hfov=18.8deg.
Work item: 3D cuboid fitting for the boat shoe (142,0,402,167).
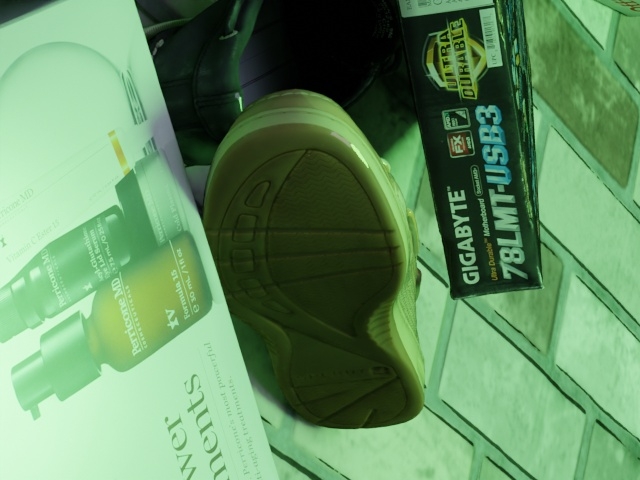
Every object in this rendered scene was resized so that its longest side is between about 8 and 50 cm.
[{"bbox_3d":[-0.004,-0.133,1.253,0.340,0.113,0.127,-26,107,-53],"label":"boat shoe"}]

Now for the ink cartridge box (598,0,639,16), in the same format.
[{"bbox_3d":[0.340,-0.275,1.606,0.211,0.289,0.121,14,78,-53],"label":"ink cartridge box"}]

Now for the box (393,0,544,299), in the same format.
[{"bbox_3d":[0.099,-0.163,1.299,0.295,0.073,0.293,-82,165,-55],"label":"box"}]

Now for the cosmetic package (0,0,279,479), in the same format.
[{"bbox_3d":[-0.165,0.079,1.021,0.284,0.097,0.377,-34,114,-48],"label":"cosmetic package"}]

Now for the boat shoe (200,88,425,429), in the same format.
[{"bbox_3d":[0.000,0.000,1.201,0.341,0.122,0.110,77,13,-58],"label":"boat shoe"}]
